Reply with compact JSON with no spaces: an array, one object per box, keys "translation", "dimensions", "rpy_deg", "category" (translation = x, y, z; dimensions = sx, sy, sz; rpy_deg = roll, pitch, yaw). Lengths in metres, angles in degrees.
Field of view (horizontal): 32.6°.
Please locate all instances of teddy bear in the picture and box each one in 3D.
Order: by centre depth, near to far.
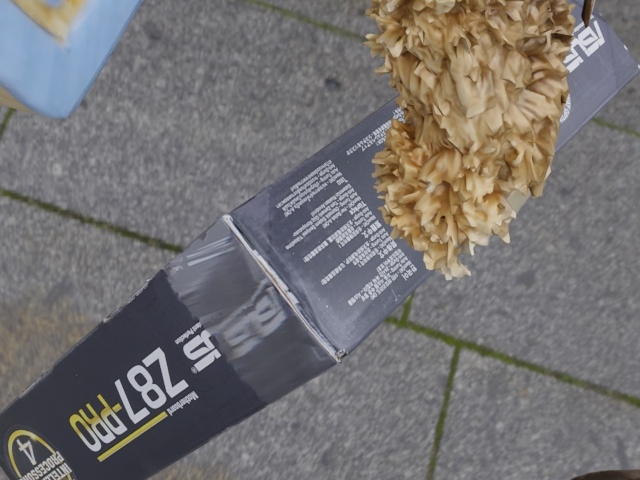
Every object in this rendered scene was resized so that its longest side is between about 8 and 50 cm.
[{"translation":[0.056,-0.150,0.365],"dimensions":[0.113,0.338,0.245],"rpy_deg":[13,56,6],"category":"teddy bear"}]

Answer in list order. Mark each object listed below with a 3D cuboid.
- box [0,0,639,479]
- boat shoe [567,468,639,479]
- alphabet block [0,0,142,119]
[{"translation":[0.000,0.000,0.717],"dimensions":[0.097,0.318,0.395],"rpy_deg":[51,44,0],"category":"box"},{"translation":[0.133,0.121,0.398],"dimensions":[0.072,0.190,0.068],"rpy_deg":[32,51,-15],"category":"boat shoe"},{"translation":[-0.193,-0.193,0.514],"dimensions":[0.197,0.193,0.192],"rpy_deg":[16,71,35],"category":"alphabet block"}]
